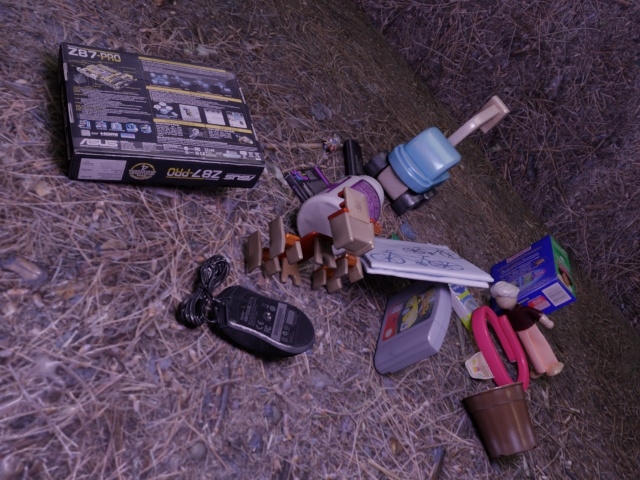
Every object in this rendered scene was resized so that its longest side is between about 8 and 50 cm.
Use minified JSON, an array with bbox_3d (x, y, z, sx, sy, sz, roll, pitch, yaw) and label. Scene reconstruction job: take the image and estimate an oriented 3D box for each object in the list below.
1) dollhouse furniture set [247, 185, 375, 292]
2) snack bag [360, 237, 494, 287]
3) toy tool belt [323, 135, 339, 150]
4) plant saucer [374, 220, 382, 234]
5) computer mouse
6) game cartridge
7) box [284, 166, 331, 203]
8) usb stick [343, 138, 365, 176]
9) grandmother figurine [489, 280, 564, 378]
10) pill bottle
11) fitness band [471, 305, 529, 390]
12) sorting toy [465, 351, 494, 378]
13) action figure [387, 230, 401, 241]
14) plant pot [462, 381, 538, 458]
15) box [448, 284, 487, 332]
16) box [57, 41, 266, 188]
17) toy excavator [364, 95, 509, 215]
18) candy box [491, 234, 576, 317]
[{"bbox_3d":[0.000,0.000,1.226,0.262,0.259,0.135,19,53,-41],"label":"dollhouse furniture set"},{"bbox_3d":[0.245,0.050,1.437,0.323,0.037,0.342,6,13,-9],"label":"snack bag"},{"bbox_3d":[0.029,-0.324,1.789,0.051,0.052,0.083,16,31,7],"label":"toy tool belt"},{"bbox_3d":[0.161,-0.052,1.690,0.083,0.013,0.083,30,38,-27],"label":"plant saucer"},{"bbox_3d":[-0.141,0.157,1.083,0.272,0.072,0.188,28,39,-9],"label":"computer mouse"},{"bbox_3d":[0.243,0.198,1.364,0.060,0.196,0.294,50,31,-16],"label":"game cartridge"},{"bbox_3d":[-0.025,-0.159,1.568,0.116,0.029,0.162,55,32,10],"label":"box"},{"bbox_3d":[0.118,-0.246,1.808,0.077,0.045,0.278,35,35,-32],"label":"usb stick"},{"bbox_3d":[0.682,0.289,1.784,0.104,0.208,0.342,-28,86,-44],"label":"grandmother figurine"},{"bbox_3d":[0.070,-0.083,1.473,0.169,0.169,0.301,50,33,1],"label":"pill bottle"},{"bbox_3d":[0.573,0.345,1.699,0.209,0.054,0.291,-21,84,-53],"label":"fitness band"},{"bbox_3d":[0.463,0.380,1.583,0.075,0.045,0.083,3,55,-39],"label":"sorting toy"},{"bbox_3d":[0.294,0.080,1.665,0.232,0.063,0.137,42,32,-4],"label":"action figure"},{"bbox_3d":[0.485,0.478,1.410,0.167,0.167,0.165,9,57,-45],"label":"plant pot"},{"bbox_3d":[0.472,0.207,1.765,0.109,0.042,0.178,-16,70,-55],"label":"box"},{"bbox_3d":[-0.346,-0.268,1.162,0.395,0.097,0.318,-2,59,-32],"label":"box"},{"bbox_3d":[0.439,-0.324,1.893,0.222,0.445,0.433,55,34,8],"label":"toy excavator"},{"bbox_3d":[0.773,0.153,1.964,0.122,0.268,0.317,45,33,-12],"label":"candy box"}]
